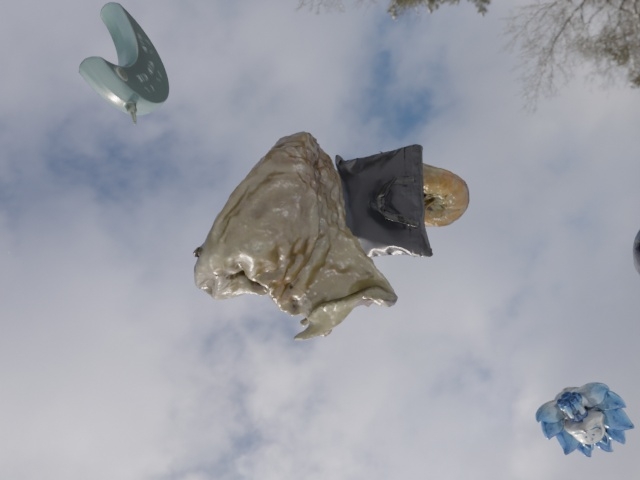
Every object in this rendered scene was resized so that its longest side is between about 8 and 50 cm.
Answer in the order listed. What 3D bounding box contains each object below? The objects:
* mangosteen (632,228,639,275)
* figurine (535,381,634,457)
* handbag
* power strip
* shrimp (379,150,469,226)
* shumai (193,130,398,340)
[{"bbox_3d":[0.612,0.023,0.768,0.184,0.172,0.172,20,-104,4],"label":"mangosteen"},{"bbox_3d":[0.353,0.243,0.627,0.114,0.079,0.114,2,-80,11],"label":"figurine"},{"bbox_3d":[0.140,-0.079,1.073,0.089,0.211,0.254,-12,-82,-66],"label":"handbag"},{"bbox_3d":[-0.286,-0.253,0.710,0.137,0.044,0.215,49,-157,-47],"label":"power strip"},{"bbox_3d":[0.240,-0.122,1.185,0.287,0.063,0.152,19,-72,-12],"label":"shrimp"},{"bbox_3d":[0.000,0.000,0.708,0.263,0.267,0.314,30,-132,-1],"label":"shumai"}]
